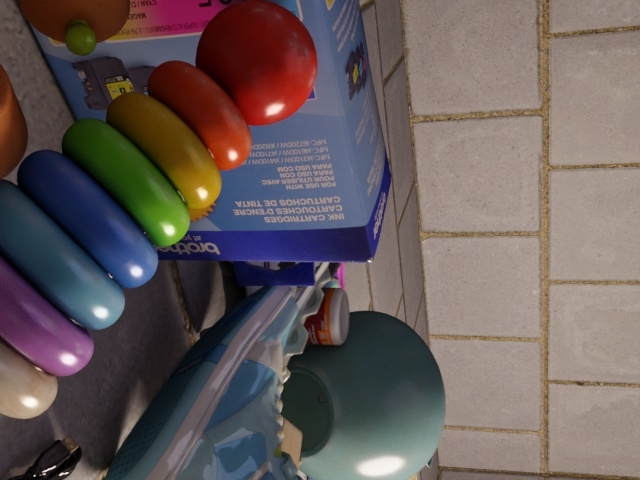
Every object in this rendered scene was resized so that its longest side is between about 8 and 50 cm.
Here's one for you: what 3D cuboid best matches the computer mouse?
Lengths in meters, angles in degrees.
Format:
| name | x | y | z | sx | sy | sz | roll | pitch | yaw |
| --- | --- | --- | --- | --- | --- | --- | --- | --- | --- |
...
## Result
| name | x | y | z | sx | sy | sz | roll | pitch | yaw |
| --- | --- | --- | --- | --- | --- | --- | --- | --- | --- |
| computer mouse | -0.223 | 0.270 | 0.605 | 0.106 | 0.042 | 0.193 | -56 | 137 | -71 |

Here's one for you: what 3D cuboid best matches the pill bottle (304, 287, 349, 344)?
| name | x | y | z | sx | sy | sz | roll | pitch | yaw |
| --- | --- | --- | --- | --- | --- | --- | --- | --- | --- |
| pill bottle | -0.038 | 0.113 | 1.061 | 0.086 | 0.151 | 0.086 | -1 | 90 | -74 |

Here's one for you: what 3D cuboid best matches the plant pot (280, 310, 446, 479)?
| name | x | y | z | sx | sy | sz | roll | pitch | yaw |
| --- | --- | --- | --- | --- | --- | --- | --- | --- | --- |
| plant pot | 0.022 | 0.257 | 1.111 | 0.195 | 0.290 | 0.291 | 6 | 82 | -53 |

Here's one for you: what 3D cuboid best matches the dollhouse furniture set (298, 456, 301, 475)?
| name | x | y | z | sx | sy | sz | roll | pitch | yaw |
| --- | --- | --- | --- | --- | --- | --- | --- | --- | --- |
| dollhouse furniture set | -0.089 | 0.334 | 0.957 | 0.161 | 0.101 | 0.182 | -30 | 117 | -72 |

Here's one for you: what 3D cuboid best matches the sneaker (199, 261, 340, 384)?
| name | x | y | z | sx | sy | sz | roll | pitch | yaw |
| --- | --- | --- | --- | --- | --- | --- | --- | --- | --- |
| sneaker | -0.057 | 0.019 | 0.965 | 0.146 | 0.122 | 0.331 | 32 | 63 | -20 |

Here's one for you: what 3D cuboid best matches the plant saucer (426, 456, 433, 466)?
| name | x | y | z | sx | sy | sz | roll | pitch | yaw |
| --- | --- | --- | --- | --- | --- | --- | --- | --- | --- |
| plant saucer | 0.203 | 0.354 | 1.422 | 0.195 | 0.037 | 0.195 | -1 | 90 | -74 |

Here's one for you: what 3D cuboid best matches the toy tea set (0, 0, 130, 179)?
| name | x | y | z | sx | sy | sz | roll | pitch | yaw |
| --- | --- | --- | --- | --- | --- | --- | --- | --- | --- |
| toy tea set | -0.214 | -0.182 | 0.481 | 0.336 | 0.200 | 0.124 | -65 | -171 | -28 |

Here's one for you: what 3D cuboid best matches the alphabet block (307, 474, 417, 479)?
| name | x | y | z | sx | sy | sz | roll | pitch | yaw |
| --- | --- | --- | --- | --- | --- | --- | --- | --- | --- |
| alphabet block | 0.089 | 0.429 | 1.426 | 0.197 | 0.192 | 0.194 | 13 | 78 | -73 |

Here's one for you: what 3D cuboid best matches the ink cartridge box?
| name | x | y | z | sx | sy | sz | roll | pitch | yaw |
| --- | --- | --- | --- | --- | --- | --- | --- | --- | --- |
| ink cartridge box | -0.081 | -0.120 | 0.708 | 0.151 | 0.269 | 0.396 | -74 | 157 | -43 |

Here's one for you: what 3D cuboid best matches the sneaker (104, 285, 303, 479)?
| name | x | y | z | sx | sy | sz | roll | pitch | yaw |
| --- | --- | --- | --- | --- | --- | --- | --- | --- | --- |
| sneaker | -0.073 | 0.207 | 0.794 | 0.208 | 0.127 | 0.319 | 46 | 48 | -13 |

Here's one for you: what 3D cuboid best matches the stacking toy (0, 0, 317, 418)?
| name | x | y | z | sx | sy | sz | roll | pitch | yaw |
| --- | --- | --- | --- | --- | --- | --- | --- | --- | --- |
| stacking toy | -0.126 | -0.042 | 0.492 | 0.330 | 0.141 | 0.141 | -45 | 146 | -15 |

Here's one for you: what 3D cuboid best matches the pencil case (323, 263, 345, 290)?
| name | x | y | z | sx | sy | sz | roll | pitch | yaw |
| --- | --- | --- | --- | --- | --- | --- | --- | --- | --- |
| pencil case | 0.000 | 0.000 | 1.306 | 0.104 | 0.104 | 0.237 | 1 | 88 | -74 |

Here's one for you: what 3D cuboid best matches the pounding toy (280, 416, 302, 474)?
| name | x | y | z | sx | sy | sz | roll | pitch | yaw |
| --- | --- | --- | --- | --- | --- | --- | --- | --- | --- |
| pounding toy | -0.066 | 0.308 | 0.847 | 0.094 | 0.205 | 0.181 | 60 | 33 | -59 |
